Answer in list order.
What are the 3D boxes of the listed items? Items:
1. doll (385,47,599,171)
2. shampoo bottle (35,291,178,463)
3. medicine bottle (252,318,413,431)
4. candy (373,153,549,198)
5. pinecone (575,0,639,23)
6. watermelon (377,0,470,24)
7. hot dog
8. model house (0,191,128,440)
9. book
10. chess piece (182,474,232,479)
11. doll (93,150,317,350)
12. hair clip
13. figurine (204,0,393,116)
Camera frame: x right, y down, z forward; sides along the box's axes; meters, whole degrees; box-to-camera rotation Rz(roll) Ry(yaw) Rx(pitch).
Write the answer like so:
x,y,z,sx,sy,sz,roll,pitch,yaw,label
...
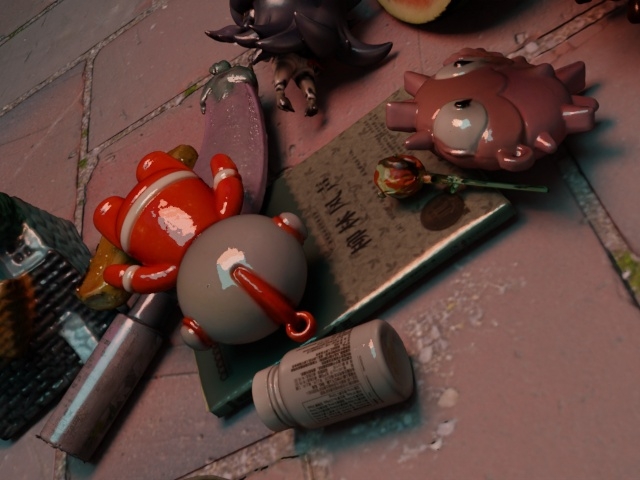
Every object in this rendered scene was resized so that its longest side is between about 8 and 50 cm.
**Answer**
x,y,z,sx,sy,sz,roll,pitch,yaw,label
0.173,-0.140,0.781,0.211,0.093,0.262,-3,36,9,doll
-0.243,0.152,0.895,0.072,0.072,0.214,14,67,42,shampoo bottle
0.010,0.132,0.713,0.140,0.079,0.079,-23,46,21,medicine bottle
0.137,-0.059,0.755,0.184,0.049,0.056,9,46,31,candy
0.336,-0.383,0.695,0.397,0.398,0.398,-20,48,23,pinecone
0.133,-0.341,0.961,0.303,0.159,0.129,38,114,62,watermelon
-0.226,-0.021,0.990,0.083,0.068,0.289,-8,39,27,hot dog
-0.401,0.117,0.957,0.261,0.226,0.241,-43,72,3,model house
0.000,0.000,0.858,0.379,0.031,0.264,-36,42,8,book
-0.132,0.354,0.584,0.299,0.194,0.194,-50,43,6,chess piece
-0.118,0.012,0.819,0.336,0.105,0.200,33,76,37,doll
-0.124,-0.091,0.967,0.096,0.110,0.359,116,166,-51,hair clip
-0.030,-0.302,1.023,0.197,0.175,0.265,-46,49,11,figurine
